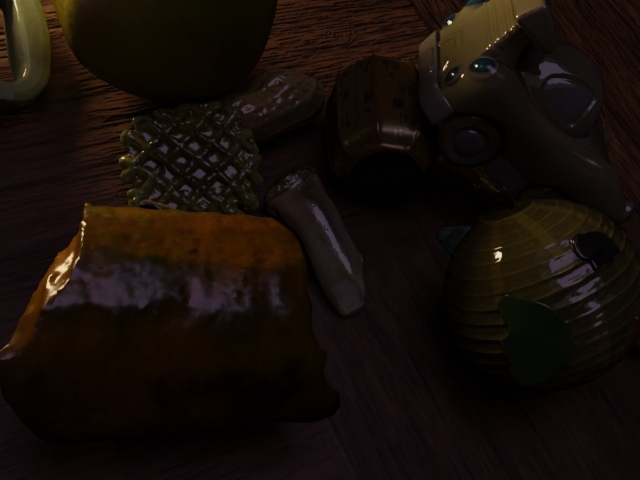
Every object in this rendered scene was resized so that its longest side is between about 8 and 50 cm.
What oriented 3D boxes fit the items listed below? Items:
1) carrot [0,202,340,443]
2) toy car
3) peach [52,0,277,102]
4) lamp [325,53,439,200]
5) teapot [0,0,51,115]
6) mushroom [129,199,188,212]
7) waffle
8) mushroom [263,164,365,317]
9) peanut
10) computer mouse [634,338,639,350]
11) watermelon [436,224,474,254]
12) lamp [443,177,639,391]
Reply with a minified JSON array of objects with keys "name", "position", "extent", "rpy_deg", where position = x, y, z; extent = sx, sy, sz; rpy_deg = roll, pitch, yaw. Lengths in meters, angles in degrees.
[{"name":"carrot","position":[-0.157,0.087,0.873],"extent":[0.340,0.241,0.242],"rpy_deg":[3,57,-21]},{"name":"toy car","position":[0.308,-0.183,1.152],"extent":[0.336,0.226,0.242],"rpy_deg":[37,34,-22]},{"name":"peach","position":[-0.194,-0.327,1.086],"extent":[0.314,0.316,0.281],"rpy_deg":[-33,73,-27]},{"name":"lamp","position":[0.085,-0.159,1.174],"extent":[0.161,0.161,0.185],"rpy_deg":[8,51,-14]},{"name":"teapot","position":[-0.511,-0.252,1.028],"extent":[0.239,0.321,0.239],"rpy_deg":[-23,75,11]},{"name":"mushroom","position":[-0.152,-0.004,1.042],"extent":[0.187,0.060,0.061],"rpy_deg":[29,9,-2]},{"name":"waffle","position":[-0.166,-0.094,1.079],"extent":[0.183,0.036,0.169],"rpy_deg":[-12,84,-12]},{"name":"mushroom","position":[0.000,0.000,1.094],"extent":[0.084,0.071,0.209],"rpy_deg":[-21,70,-24]},{"name":"peanut","position":[-0.075,-0.186,1.173],"extent":[0.194,0.093,0.083],"rpy_deg":[-23,38,-32]},{"name":"computer mouse","position":[0.444,0.118,1.185],"extent":[0.066,0.039,0.096],"rpy_deg":[-24,61,-31]},{"name":"watermelon","position":[0.258,0.010,1.189],"extent":[0.180,0.081,0.094],"rpy_deg":[19,28,-13]},{"name":"lamp","position":[0.263,0.043,1.029],"extent":[0.250,0.250,0.284],"rpy_deg":[-35,104,-34]}]
